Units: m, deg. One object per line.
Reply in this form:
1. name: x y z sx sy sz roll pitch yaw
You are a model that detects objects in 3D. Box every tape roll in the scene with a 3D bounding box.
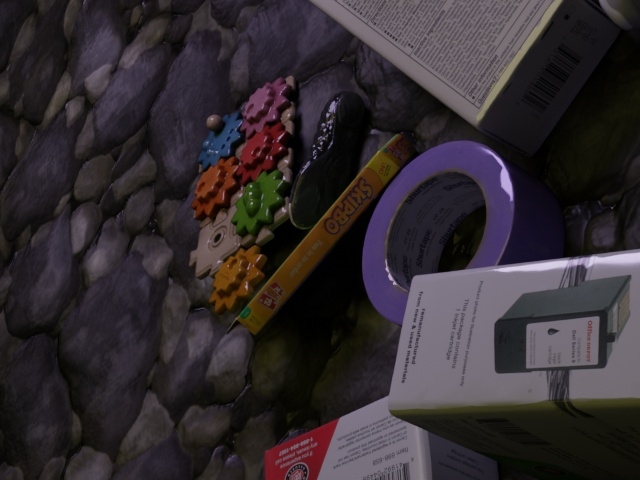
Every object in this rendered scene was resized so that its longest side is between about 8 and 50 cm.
1. tape roll: 0.134 0.005 1.312 0.189 0.080 0.189 -25 52 37

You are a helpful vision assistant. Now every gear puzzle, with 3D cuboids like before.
1. gear puzzle: -0.103 -0.048 1.599 0.175 0.044 0.339 -34 37 32

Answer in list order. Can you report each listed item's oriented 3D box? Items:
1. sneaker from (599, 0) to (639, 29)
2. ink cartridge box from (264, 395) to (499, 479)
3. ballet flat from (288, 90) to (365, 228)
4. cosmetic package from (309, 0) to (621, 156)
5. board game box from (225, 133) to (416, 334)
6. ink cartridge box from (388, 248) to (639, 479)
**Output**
1. sneaker: 0.345 -0.315 1.234 0.115 0.105 0.281 32 93 52
2. ink cartridge box: 0.058 0.294 1.203 0.197 0.114 0.273 -29 49 35
3. ballet flat: 0.009 -0.088 1.539 0.173 0.057 0.049 -68 11 -18
4. cosmetic package: 0.127 -0.236 1.377 0.309 0.113 0.160 45 105 38
5. board game box: 0.000 0.000 1.449 0.259 0.039 0.124 -47 0 17
6. ink cartridge box: 0.231 0.103 1.040 0.289 0.211 0.122 -9 61 45
